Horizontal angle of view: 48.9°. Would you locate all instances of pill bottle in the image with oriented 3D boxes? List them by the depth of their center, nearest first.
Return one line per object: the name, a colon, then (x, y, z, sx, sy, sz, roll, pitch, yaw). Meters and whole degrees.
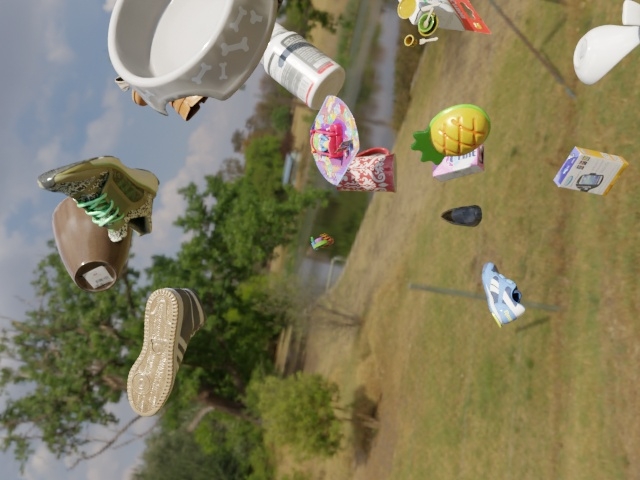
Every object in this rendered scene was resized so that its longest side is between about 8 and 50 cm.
pill bottle: (-0.074, -0.557, 2.232, 0.161, 0.283, 0.161, -43, -18, -18)

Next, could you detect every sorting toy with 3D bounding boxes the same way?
sorting toy: (0.000, 0.000, 2.133, 0.042, 0.061, 0.102, 66, -162, 7)

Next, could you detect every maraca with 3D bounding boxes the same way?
maraca: (0.295, -0.238, 1.594, 0.185, 0.127, 0.099, -28, 30, 27)

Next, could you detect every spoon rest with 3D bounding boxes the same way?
spoon rest: (0.653, -0.444, 1.585, 0.276, 0.084, 0.137, 120, 158, -81)

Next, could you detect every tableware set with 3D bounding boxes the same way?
tableware set: (0.195, -0.474, 1.439, 0.104, 0.024, 0.154, 0, 87, 43)

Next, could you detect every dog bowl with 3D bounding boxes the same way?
dog bowl: (-0.250, -0.407, 1.304, 0.102, 0.348, 0.349, 27, -110, -55)

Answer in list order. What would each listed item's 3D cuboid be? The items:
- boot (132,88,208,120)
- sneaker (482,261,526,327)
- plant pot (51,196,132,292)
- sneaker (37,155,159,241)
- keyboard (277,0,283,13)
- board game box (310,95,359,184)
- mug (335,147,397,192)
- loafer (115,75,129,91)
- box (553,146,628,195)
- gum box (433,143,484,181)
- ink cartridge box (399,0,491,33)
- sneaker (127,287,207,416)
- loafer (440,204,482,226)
boot: (-0.355, -0.339, 1.655, 0.197, 0.152, 0.073, -41, -6, 40)
sneaker: (0.331, 0.093, 1.272, 0.053, 0.059, 0.144, 48, -155, -36)
plant pot: (-0.594, 0.022, 1.855, 0.230, 0.215, 0.215, -114, 30, -47)
sneaker: (-0.516, -0.092, 1.727, 0.410, 0.158, 0.182, 9, -114, -69)
keyboard: (-0.173, -0.655, 2.054, 0.023, 0.108, 0.180, 45, 117, 43)
board game box: (0.011, -0.187, 1.321, 0.133, 0.033, 0.169, 64, 147, 22)
mug: (0.133, -0.195, 2.019, 0.150, 0.169, 0.113, -65, -28, -66)
loafer: (-0.493, -0.419, 1.813, 0.125, 0.039, 0.045, -15, 46, 51)
box: (0.519, -0.135, 1.368, 0.028, 0.136, 0.081, -105, 32, -48)
gum box: (0.501, -0.290, 2.540, 0.062, 0.188, 0.107, 26, -121, -47)
ink cartridge box: (0.281, -0.560, 1.625, 0.056, 0.224, 0.181, 116, 142, -46)
sneaker: (-0.330, 0.236, 1.541, 0.153, 0.099, 0.282, -13, -64, -76)
loafer: (0.392, -0.066, 1.952, 0.170, 0.061, 0.062, 163, 105, -75)
